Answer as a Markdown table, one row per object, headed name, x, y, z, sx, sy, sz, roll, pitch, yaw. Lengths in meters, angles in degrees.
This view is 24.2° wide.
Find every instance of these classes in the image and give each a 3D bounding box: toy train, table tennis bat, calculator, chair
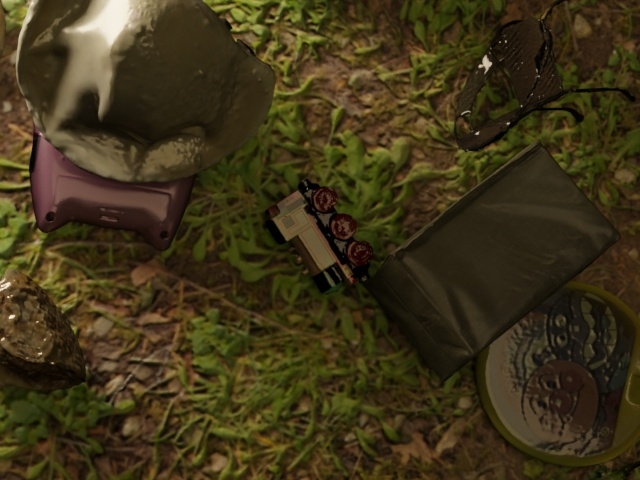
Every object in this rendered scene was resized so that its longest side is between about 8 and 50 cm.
| name | x | y | z | sx | sy | sz | roll | pitch | yaw |
| --- | --- | --- | --- | --- | --- | --- | --- | --- | --- |
| toy train | 0.000 | 0.000 | 1.722 | 0.087 | 0.050 | 0.138 | -34 | 94 | -13 |
| table tennis bat | 0.360 | 0.176 | 1.800 | 0.369 | 0.054 | 0.224 | 16 | 77 | -10 |
| calculator | -0.222 | -0.144 | 1.680 | 0.194 | 0.043 | 0.294 | 9 | 78 | -14 |
| chair | 0.247 | -0.193 | 1.765 | 0.213 | 0.174 | 0.149 | -22 | 93 | -29 |

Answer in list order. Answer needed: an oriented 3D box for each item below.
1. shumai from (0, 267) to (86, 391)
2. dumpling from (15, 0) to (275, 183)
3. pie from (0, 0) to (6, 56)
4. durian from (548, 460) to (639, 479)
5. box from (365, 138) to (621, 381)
| name | x | y | z | sx | sy | sz | roll | pitch | yaw |
| --- | --- | --- | --- | --- | --- | --- | --- | --- | --- |
| shumai | -0.324 | 0.115 | 1.579 | 0.116 | 0.145 | 0.145 | -31 | 92 | 1 |
| dumpling | -0.193 | -0.171 | 1.601 | 0.243 | 0.175 | 0.227 | 27 | 90 | 8 |
| pie | -0.444 | -0.237 | 1.627 | 0.195 | 0.046 | 0.195 | 2 | 83 | -17 |
| durian | 0.311 | 0.319 | 1.755 | 0.215 | 0.086 | 0.100 | -12 | 70 | -24 |
| box | 0.193 | 0.026 | 1.710 | 0.231 | 0.155 | 0.149 | -36 | 82 | -19 |
